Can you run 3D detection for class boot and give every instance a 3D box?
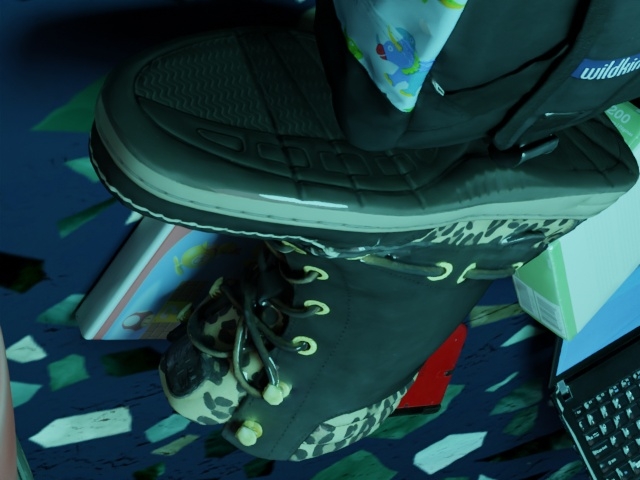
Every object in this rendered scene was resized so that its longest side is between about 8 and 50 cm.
[{"bbox_3d":[-0.015,0.014,1.144,0.377,0.138,0.284,-4,144,-42],"label":"boot"}]

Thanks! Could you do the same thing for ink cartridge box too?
[{"bbox_3d":[0.228,-0.053,1.344,0.235,0.056,0.171,-47,154,-11],"label":"ink cartridge box"}]

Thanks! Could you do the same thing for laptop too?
[{"bbox_3d":[0.319,0.104,1.536,0.234,0.264,0.136,-29,-170,-13],"label":"laptop"}]

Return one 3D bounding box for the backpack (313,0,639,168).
[{"bbox_3d":[0.144,-0.214,0.865,0.290,0.273,0.355,-16,171,-12],"label":"backpack"}]

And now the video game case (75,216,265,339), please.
[{"bbox_3d":[0.000,0.000,1.286,0.285,0.025,0.204,2,140,-39],"label":"video game case"}]

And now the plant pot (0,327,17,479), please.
[{"bbox_3d":[-0.286,0.124,1.056,0.275,0.275,0.243,-22,158,-6],"label":"plant pot"}]

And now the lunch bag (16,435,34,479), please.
[{"bbox_3d":[-0.282,0.282,1.240,0.256,0.305,0.212,-19,149,-13],"label":"lunch bag"}]

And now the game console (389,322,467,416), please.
[{"bbox_3d":[0.019,0.093,1.424,0.144,0.085,0.124,-3,125,-32],"label":"game console"}]
